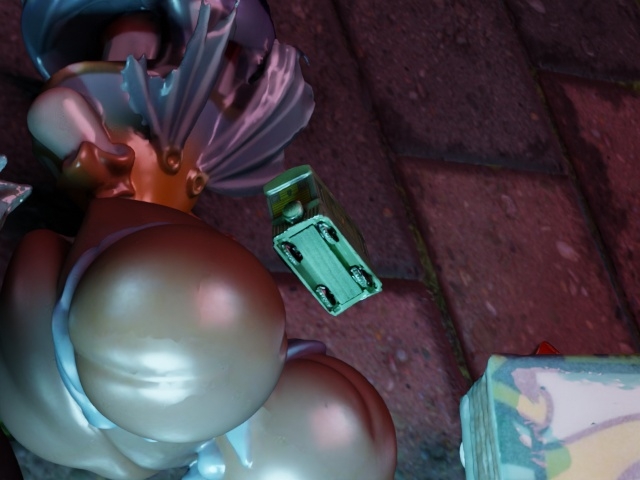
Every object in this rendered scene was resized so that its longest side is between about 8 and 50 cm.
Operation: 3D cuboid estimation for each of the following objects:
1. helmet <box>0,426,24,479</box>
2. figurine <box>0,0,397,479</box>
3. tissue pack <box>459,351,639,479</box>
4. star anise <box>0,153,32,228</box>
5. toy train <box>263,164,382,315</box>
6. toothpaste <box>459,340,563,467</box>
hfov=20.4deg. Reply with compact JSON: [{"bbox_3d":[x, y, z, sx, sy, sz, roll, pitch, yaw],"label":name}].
[{"bbox_3d":[-0.258,0.159,0.886,0.230,0.160,0.279,17,52,-6],"label":"helmet"},{"bbox_3d":[-0.094,0.002,1.170,0.276,0.248,0.388,47,35,-44],"label":"figurine"},{"bbox_3d":[0.231,0.241,1.282,0.228,0.128,0.311,1,66,-12],"label":"tissue pack"},{"bbox_3d":[-0.261,-0.002,0.991,0.209,0.231,0.089,-20,59,-39],"label":"star anise"},{"bbox_3d":[0.000,0.000,1.052,0.093,0.038,0.056,50,17,-46],"label":"toy train"},{"bbox_3d":[0.173,0.137,1.457,0.071,0.045,0.193,39,35,14],"label":"toothpaste"}]
